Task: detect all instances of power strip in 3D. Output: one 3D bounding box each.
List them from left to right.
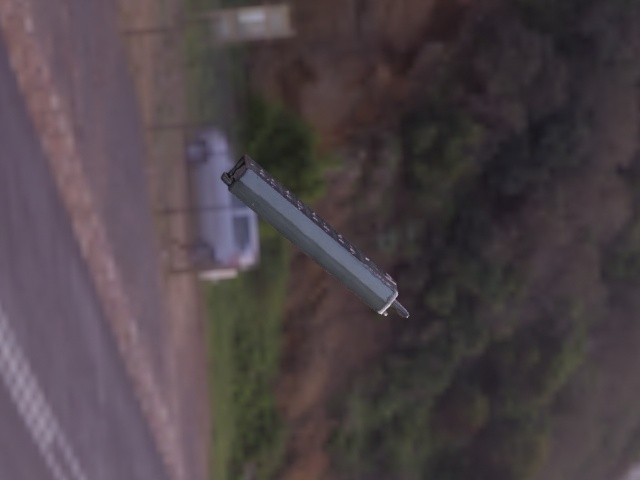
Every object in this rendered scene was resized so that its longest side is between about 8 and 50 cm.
[{"bbox_3d":[0.000,0.000,1.127,0.019,0.136,0.051,-50,-170,6],"label":"power strip"}]
